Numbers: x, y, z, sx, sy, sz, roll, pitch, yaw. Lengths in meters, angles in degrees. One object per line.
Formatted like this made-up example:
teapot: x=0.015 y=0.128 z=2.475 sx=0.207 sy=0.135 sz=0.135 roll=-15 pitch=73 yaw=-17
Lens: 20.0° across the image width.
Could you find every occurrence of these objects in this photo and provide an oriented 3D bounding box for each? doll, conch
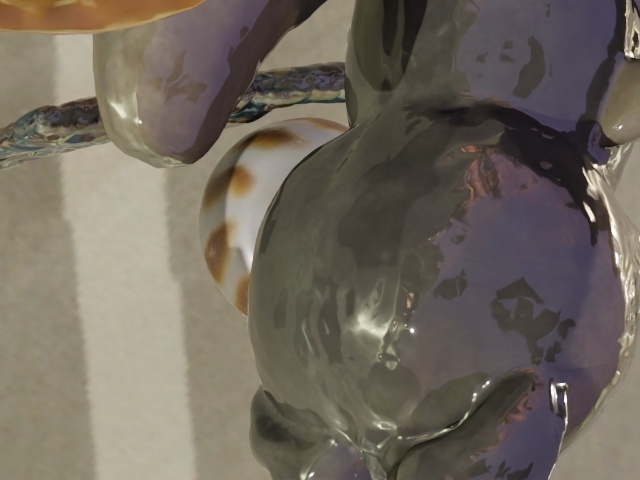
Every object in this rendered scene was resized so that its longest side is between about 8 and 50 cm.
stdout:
doll: x=0.015 y=-0.034 z=0.938 sx=0.379 sy=0.252 sz=0.382 roll=27 pitch=63 yaw=-17
conch: x=0.000 y=0.000 z=1.287 sx=0.149 sy=0.275 sz=0.182 roll=-31 pitch=93 yaw=13

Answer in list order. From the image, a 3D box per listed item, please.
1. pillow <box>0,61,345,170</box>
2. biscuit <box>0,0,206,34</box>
pillow: x=-0.111 y=-0.079 z=1.162 sx=0.256 sy=0.189 sz=0.034 roll=-14 pitch=94 yaw=-33
biscuit: x=-0.088 y=-0.158 z=0.278 sx=0.312 sy=0.057 sz=0.351 roll=-6 pitch=147 yaw=-11
